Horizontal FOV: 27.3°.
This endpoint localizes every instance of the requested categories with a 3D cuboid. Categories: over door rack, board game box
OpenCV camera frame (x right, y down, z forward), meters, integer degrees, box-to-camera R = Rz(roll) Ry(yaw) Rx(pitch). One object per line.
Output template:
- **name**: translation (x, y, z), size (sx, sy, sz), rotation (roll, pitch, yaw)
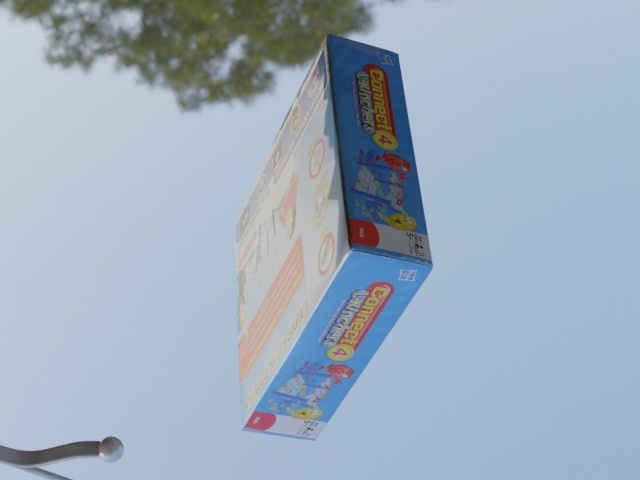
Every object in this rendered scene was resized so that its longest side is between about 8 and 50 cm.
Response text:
- **over door rack**: translation (-0.179, 0.295, 1.069), size (0.108, 0.324, 0.240), rotation (-25, -135, 35)
- **board game box**: translation (0.000, 0.000, 1.389), size (0.086, 0.308, 0.302), rotation (12, -134, -19)
